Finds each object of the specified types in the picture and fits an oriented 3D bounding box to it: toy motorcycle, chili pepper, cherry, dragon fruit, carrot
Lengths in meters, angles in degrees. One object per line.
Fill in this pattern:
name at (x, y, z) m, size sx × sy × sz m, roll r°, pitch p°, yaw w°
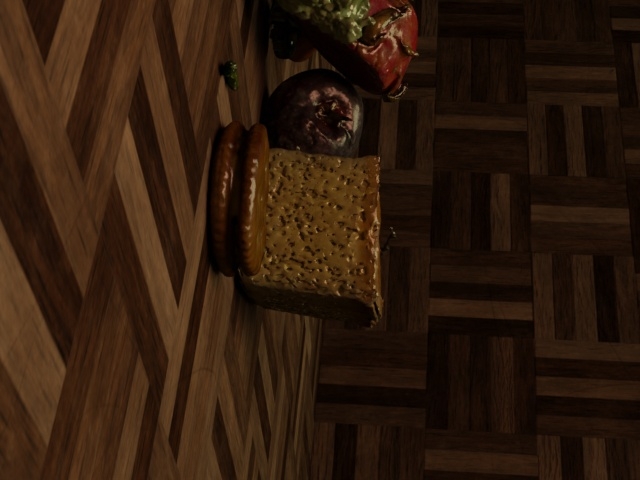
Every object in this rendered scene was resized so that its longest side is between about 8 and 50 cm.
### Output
toy motorcycle at (-0.037, -0.447, 2.013) m, size 0.270 × 0.106 × 0.159 m, roll -67°, pitch 158°, yaw -43°
chili pepper at (-0.122, -0.229, 1.548) m, size 0.083 × 0.022 × 0.027 m, roll 91°, pitch 1°, yaw -79°
cherry at (-0.016, -0.198, 1.984) m, size 0.195 × 0.195 × 0.195 m, roll 3°, pitch 90°, yaw -86°
dragon fruit at (0.066, -0.367, 1.896) m, size 0.147 × 0.282 × 0.211 m, roll -48°, pitch -169°, yaw -6°
carrot at (-0.021, -0.379, 2.145) m, size 0.257 × 0.061 × 0.061 m, roll -178°, pitch -89°, yaw -76°

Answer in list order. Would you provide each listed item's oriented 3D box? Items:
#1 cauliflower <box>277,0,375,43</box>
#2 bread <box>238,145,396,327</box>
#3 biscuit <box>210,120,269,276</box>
cauliflower at (0.019, -0.464, 1.725) m, size 0.260 × 0.281 × 0.327 m, roll 14°, pitch -58°, yaw 63°
bread at (0.000, 0.000, 1.864) m, size 0.315 × 0.248 × 0.279 m, roll 75°, pitch 19°, yaw -88°
biscuit at (-0.106, -0.056, 1.566) m, size 0.220 × 0.066 × 0.220 m, roll 3°, pitch 90°, yaw -86°
